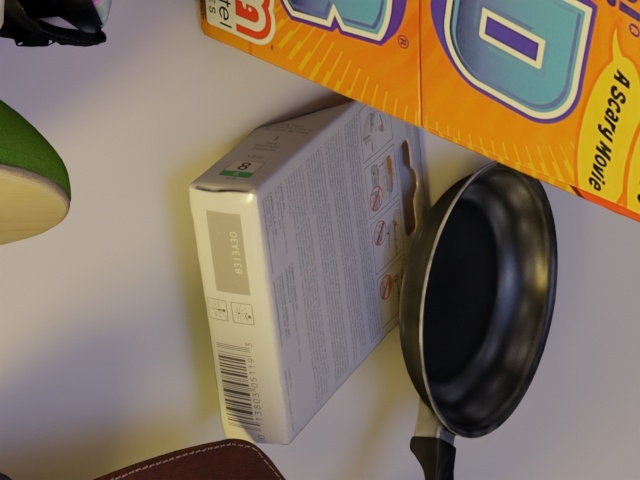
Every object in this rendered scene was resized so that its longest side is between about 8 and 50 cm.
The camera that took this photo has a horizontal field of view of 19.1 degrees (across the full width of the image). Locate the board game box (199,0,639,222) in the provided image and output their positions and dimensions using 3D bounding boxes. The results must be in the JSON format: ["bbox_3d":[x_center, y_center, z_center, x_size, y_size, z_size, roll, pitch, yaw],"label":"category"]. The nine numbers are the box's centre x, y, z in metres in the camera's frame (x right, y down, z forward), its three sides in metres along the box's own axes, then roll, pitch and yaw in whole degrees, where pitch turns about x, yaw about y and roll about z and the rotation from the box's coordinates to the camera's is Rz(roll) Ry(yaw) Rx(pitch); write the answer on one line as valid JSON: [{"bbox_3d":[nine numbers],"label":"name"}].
[{"bbox_3d":[0.169,-0.280,1.035,0.356,0.356,0.356,-32,134,-36],"label":"board game box"}]

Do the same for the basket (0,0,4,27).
[{"bbox_3d":[-0.295,-0.223,0.613,0.328,0.331,0.266,-7,115,-46],"label":"basket"}]

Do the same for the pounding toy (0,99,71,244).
[{"bbox_3d":[-0.229,-0.068,0.881,0.237,0.183,0.110,11,71,-46],"label":"pounding toy"}]

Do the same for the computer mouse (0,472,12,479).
[{"bbox_3d":[-0.232,0.232,1.045,0.188,0.072,0.272,-17,128,-49],"label":"computer mouse"}]

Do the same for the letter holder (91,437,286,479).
[{"bbox_3d":[-0.108,0.256,1.066,0.152,0.214,0.302,-43,167,29],"label":"letter holder"}]

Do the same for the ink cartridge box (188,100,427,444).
[{"bbox_3d":[0.000,0.000,1.235,0.225,0.056,0.181,-46,136,-52],"label":"ink cartridge box"}]

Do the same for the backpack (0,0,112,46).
[{"bbox_3d":[-0.159,-0.168,0.917,0.182,0.152,0.115,41,69,-53],"label":"backpack"}]

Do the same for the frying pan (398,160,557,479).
[{"bbox_3d":[0.106,0.104,1.344,0.197,0.053,0.326,-5,102,-56],"label":"frying pan"}]
